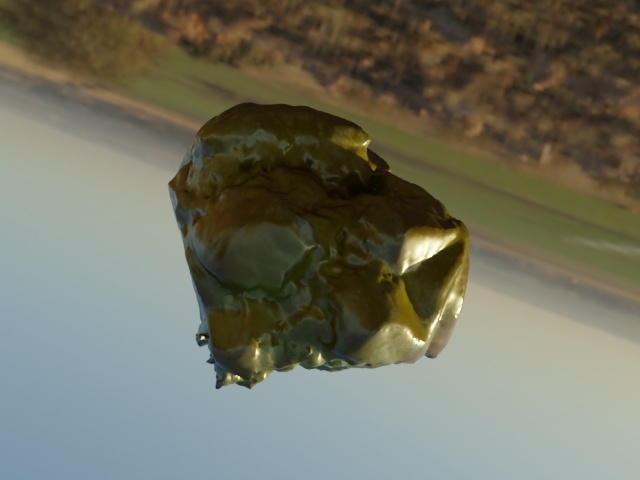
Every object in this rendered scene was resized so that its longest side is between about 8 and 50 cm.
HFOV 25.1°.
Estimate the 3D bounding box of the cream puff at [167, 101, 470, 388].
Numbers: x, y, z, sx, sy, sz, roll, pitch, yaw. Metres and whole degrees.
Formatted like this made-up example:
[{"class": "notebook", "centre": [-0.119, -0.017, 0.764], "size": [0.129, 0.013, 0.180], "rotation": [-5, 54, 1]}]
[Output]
[{"class": "cream puff", "centre": [-0.002, -0.005, 1.333], "size": [0.270, 0.274, 0.323], "rotation": [-15, 177, -8]}]
